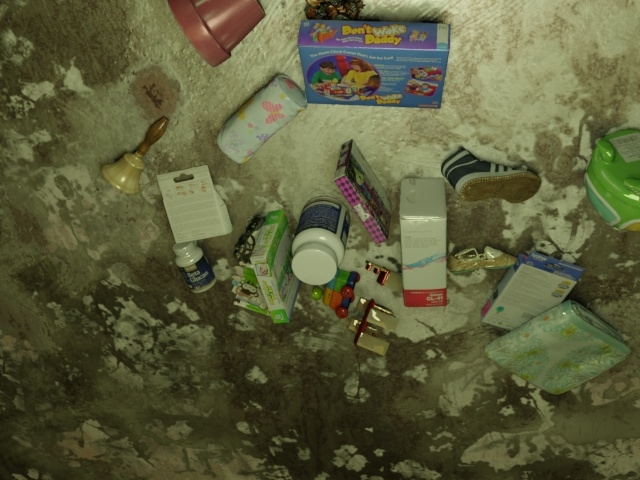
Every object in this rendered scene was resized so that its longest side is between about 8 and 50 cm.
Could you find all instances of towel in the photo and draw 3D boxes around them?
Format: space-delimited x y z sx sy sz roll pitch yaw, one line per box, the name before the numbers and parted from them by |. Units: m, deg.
towel | 0.758 0.350 1.987 0.374 0.090 0.320 31 124 -30

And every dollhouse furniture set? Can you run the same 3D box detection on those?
dollhouse furniture set | 0.158 0.206 1.951 0.135 0.262 0.259 22 91 -4

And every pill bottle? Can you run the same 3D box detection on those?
pill bottle | -0.412 0.079 2.031 0.094 0.094 0.169 -12 122 17
pill bottle | 0.000 0.000 1.805 0.153 0.264 0.153 4 125 6

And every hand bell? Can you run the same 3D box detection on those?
hand bell | -0.515 -0.262 1.822 0.126 0.126 0.242 38 111 -16

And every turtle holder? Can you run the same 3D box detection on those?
turtle holder | 0.819 -0.123 1.578 0.320 0.243 0.227 39 155 26

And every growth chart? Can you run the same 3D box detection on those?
growth chart | -0.216 0.162 2.087 0.172 0.021 0.237 15 135 -2

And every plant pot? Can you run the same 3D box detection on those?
plant pot | -0.240 -0.554 1.518 0.180 0.201 0.201 -30 116 9

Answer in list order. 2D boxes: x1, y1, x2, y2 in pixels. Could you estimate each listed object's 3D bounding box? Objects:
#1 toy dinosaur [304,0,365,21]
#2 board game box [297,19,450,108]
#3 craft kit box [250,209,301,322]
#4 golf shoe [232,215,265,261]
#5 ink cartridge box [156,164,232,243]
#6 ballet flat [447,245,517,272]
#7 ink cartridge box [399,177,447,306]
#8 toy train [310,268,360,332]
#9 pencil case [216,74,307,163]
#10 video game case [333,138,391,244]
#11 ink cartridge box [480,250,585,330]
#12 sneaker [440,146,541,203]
toy dinosaur | 0.028 -0.592 1.469 0.218 0.164 0.322 -16 145 39
board game box | 0.131 -0.425 1.534 0.347 0.078 0.233 4 158 6
craft kit box | -0.124 0.076 1.889 0.061 0.250 0.246 -4 123 14
golf shoe | -0.199 -0.002 1.956 0.094 0.077 0.198 24 139 -13
ink cartridge box | -0.389 -0.113 1.935 0.181 0.056 0.224 -9 104 16
ballet flat | 0.483 0.053 1.887 0.206 0.073 0.067 -9 108 11
ink cartridge box | 0.293 0.005 1.786 0.131 0.226 0.306 0 125 9
toy train | 0.032 0.195 2.044 0.143 0.105 0.248 19 126 9
pencil case | -0.159 -0.324 1.700 0.124 0.113 0.273 36 123 -27
video game case | 0.121 -0.135 1.726 0.042 0.210 0.232 -24 118 23
ink cartridge box | 0.648 0.158 1.934 0.186 0.065 0.311 18 128 -6
sneaker | 0.462 -0.181 1.720 0.282 0.153 0.099 -3 128 -26
